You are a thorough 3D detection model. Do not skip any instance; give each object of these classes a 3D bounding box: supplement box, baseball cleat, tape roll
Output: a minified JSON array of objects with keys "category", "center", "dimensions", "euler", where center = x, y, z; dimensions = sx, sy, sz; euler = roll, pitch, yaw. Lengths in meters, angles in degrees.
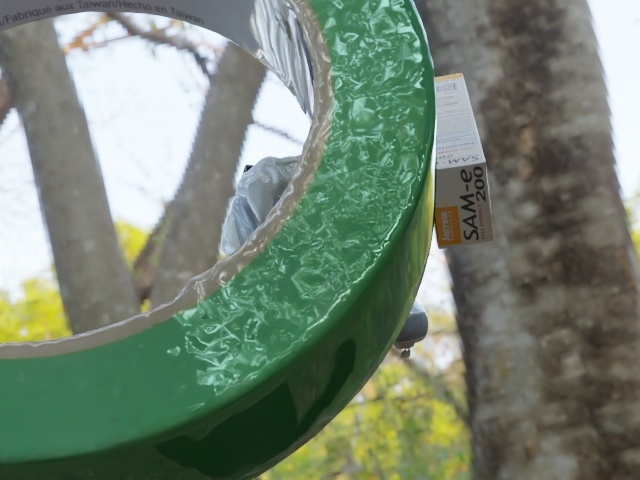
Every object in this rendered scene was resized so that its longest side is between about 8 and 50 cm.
[{"category":"supplement box","center":[0.081,-0.050,0.936],"dimensions":[0.036,0.098,0.062],"euler":[-9,-51,3]},{"category":"baseball cleat","center":[0.000,0.000,1.056],"dimensions":[0.072,0.206,0.109],"euler":[-6,-67,-44]},{"category":"tape roll","center":[-0.110,-0.037,0.649],"dimensions":[0.321,0.321,0.077],"euler":[-14,-33,-4]}]
